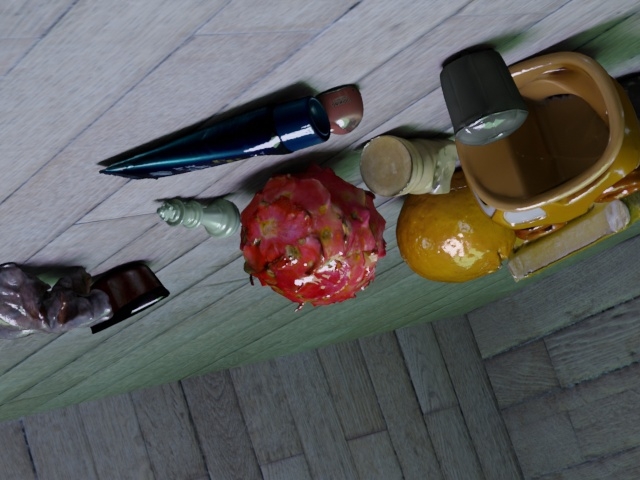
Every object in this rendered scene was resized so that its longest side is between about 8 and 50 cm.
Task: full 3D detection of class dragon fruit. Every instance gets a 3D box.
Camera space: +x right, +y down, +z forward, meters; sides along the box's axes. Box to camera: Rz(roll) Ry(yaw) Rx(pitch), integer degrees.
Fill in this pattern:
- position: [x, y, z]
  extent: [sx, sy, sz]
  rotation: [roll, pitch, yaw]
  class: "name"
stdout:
- position: [0.000, 0.000, 2.011]
  extent: [0.205, 0.210, 0.268]
  rotation: [-15, 147, 24]
  class: "dragon fruit"

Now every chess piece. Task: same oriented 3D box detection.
- position: [0.146, -0.111, 2.047]
  extent: [0.090, 0.090, 0.200]
  rotation: [-25, 170, 32]
  class: "chess piece"
- position: [-0.179, -0.036, 1.970]
  extent: [0.059, 0.059, 0.149]
  rotation: [-25, 162, 30]
  class: "chess piece"

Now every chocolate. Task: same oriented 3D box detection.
- position: [-0.317, 0.084, 2.274]
  extent: [0.149, 0.080, 0.125]
  rotation: [-29, 178, 16]
  class: "chocolate"

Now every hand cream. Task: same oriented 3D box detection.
- position: [-0.125, -0.115, 1.680]
  extent: [0.271, 0.061, 0.120]
  rotation: [-13, 175, 17]
  class: "hand cream"

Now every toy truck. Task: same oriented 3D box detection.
- position: [0.313, -0.131, 1.906]
  extent: [0.288, 0.204, 0.212]
  rotation: [-25, 165, 30]
  class: "toy truck"

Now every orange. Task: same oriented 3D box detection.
- position: [0.237, -0.022, 2.401]
  extent: [0.219, 0.193, 0.219]
  rotation: [-20, 153, -11]
  class: "orange"

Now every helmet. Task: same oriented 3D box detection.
- position: [0.026, -0.155, 1.714]
  extent: [0.065, 0.049, 0.084]
  rotation: [-20, 169, 0]
  class: "helmet"

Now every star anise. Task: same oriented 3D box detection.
- position: [-0.421, 0.090, 2.070]
  extent: [0.258, 0.110, 0.198]
  rotation: [-1, 176, -37]
  class: "star anise"

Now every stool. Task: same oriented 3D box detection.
- position: [0.200, -0.179, 1.726]
  extent: [0.096, 0.110, 0.096]
  rotation: [-17, 168, -4]
  class: "stool"

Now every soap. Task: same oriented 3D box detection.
- position: [0.427, -0.069, 2.453]
  extent: [0.091, 0.199, 0.315]
  rotation: [-19, 170, -38]
  class: "soap"

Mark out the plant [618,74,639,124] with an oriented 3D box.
- position: [0.543, -0.188, 2.162]
  extent: [0.275, 0.146, 0.149]
  rotation: [-15, 166, -19]
  class: "plant"
